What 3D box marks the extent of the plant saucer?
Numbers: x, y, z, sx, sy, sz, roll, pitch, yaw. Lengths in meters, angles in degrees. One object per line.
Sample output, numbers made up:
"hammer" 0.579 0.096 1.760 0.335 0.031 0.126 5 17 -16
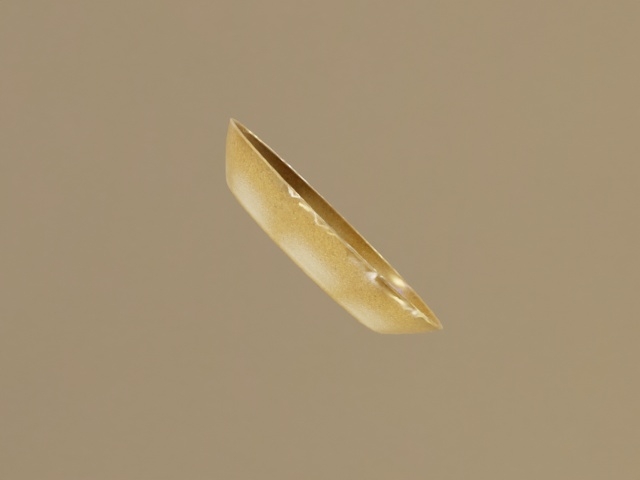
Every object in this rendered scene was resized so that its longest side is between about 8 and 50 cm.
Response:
"plant saucer" 0.000 0.000 0.522 0.015 0.083 0.083 -45 -54 3
